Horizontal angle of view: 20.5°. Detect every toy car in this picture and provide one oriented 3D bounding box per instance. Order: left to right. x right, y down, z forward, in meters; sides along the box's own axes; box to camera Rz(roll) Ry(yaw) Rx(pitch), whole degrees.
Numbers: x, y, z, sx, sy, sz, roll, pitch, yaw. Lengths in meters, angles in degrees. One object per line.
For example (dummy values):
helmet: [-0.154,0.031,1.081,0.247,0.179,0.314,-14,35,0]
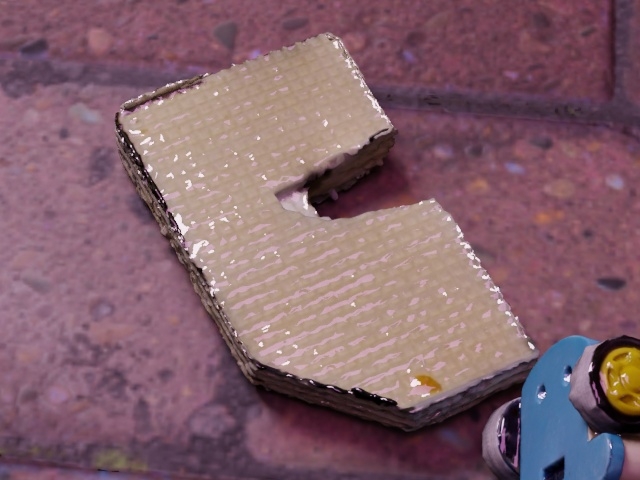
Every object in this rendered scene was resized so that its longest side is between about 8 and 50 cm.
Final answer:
toy car: [0.146,0.129,0.859,0.098,0.126,0.162,9,64,-15]

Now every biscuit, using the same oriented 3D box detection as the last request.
biscuit: [0.000,0.000,0.969,0.147,0.046,0.250,-24,61,-16]
